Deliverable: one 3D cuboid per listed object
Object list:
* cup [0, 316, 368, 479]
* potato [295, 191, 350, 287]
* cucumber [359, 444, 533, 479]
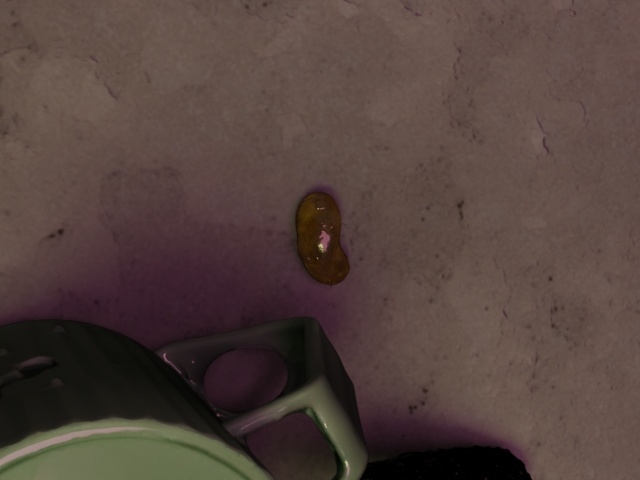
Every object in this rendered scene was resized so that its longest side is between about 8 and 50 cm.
[{"bbox_3d":[-0.161,0.188,0.681,0.310,0.392,0.401,33,78,-19],"label":"cup"},{"bbox_3d":[0.000,0.000,0.889,0.046,0.045,0.092,-17,99,-50],"label":"potato"},{"bbox_3d":[0.087,0.229,0.836,0.303,0.072,0.081,10,89,-48],"label":"cucumber"}]
